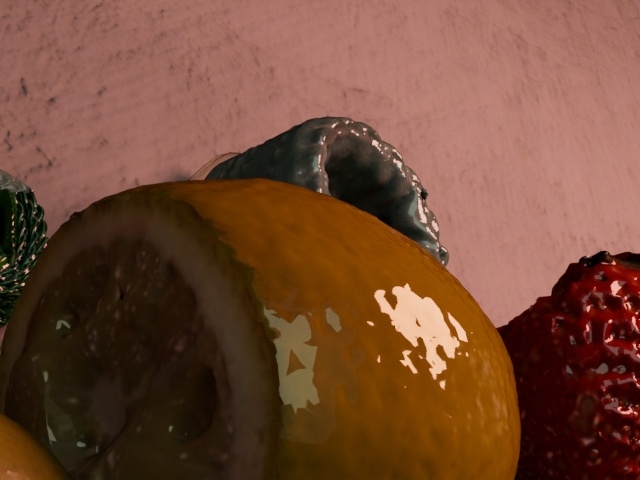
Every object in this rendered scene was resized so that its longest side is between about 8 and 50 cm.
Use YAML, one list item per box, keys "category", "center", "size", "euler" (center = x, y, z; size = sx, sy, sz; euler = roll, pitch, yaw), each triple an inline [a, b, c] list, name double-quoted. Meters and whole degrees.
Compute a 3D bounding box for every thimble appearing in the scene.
- category: "thimble"
  center: [0.000, 0.000, 1.133]
  size: [0.235, 0.143, 0.198]
  euler: [19, 52, -49]

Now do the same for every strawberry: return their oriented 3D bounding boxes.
- category: "strawberry"
  center: [0.270, 0.153, 1.176]
  size: [0.261, 0.261, 0.258]
  euler: [-5, 48, -42]

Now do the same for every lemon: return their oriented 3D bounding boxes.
- category: "lemon"
  center: [-0.021, 0.130, 0.882]
  size: [0.364, 0.364, 0.364]
  euler: [22, 40, -20]

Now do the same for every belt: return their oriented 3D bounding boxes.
- category: "belt"
  center: [-0.276, -0.003, 1.016]
  size: [0.121, 0.079, 0.151]
  euler: [25, 39, -16]

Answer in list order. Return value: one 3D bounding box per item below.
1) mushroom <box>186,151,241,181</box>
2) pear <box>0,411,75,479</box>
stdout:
- category: "mushroom"
  center: [-0.119, -0.020, 1.174]
  size: [0.084, 0.071, 0.209]
  euler: [12, 29, 19]
- category: "pear"
  center: [-0.251, 0.213, 0.638]
  size: [0.285, 0.285, 0.336]
  euler: [35, 20, -3]
